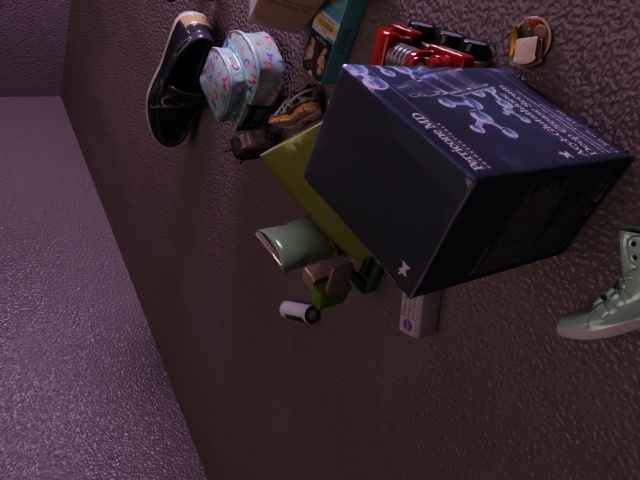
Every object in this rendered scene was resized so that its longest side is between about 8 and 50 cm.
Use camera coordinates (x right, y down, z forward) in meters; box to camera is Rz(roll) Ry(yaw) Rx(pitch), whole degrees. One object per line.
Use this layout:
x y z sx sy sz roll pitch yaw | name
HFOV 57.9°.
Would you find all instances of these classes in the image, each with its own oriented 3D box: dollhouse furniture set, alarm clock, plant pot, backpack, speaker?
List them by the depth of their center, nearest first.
0.062 -0.117 1.228 0.274 0.274 0.294 -14 108 54 | plant pot
0.000 0.000 1.433 0.301 0.197 0.151 48 136 35 | dollhouse furniture set
-0.217 -0.459 1.631 0.253 0.191 0.225 -46 61 43 | backpack
-0.179 -0.281 1.670 0.192 0.129 0.064 -24 80 37 | alarm clock
-0.063 0.209 1.698 0.136 0.055 0.055 3 101 53 | speaker

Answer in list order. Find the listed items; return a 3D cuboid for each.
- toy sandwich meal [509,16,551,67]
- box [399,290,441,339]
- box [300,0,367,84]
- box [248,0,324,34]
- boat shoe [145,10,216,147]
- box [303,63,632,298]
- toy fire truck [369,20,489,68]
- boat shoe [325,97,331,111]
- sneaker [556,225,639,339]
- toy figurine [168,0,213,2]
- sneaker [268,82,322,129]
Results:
0.357 -0.341 0.996 0.085 0.029 0.086 19 114 50 | toy sandwich meal
0.226 0.052 1.251 0.063 0.067 0.324 25 120 48 | box
0.032 -0.503 1.372 0.100 0.060 0.244 51 135 34 | box
-0.061 -0.598 1.316 0.311 0.147 0.121 171 106 -73 | box
-0.468 -0.511 1.956 0.156 0.186 0.500 58 135 35 | boat shoe
0.228 -0.115 0.922 0.293 0.395 0.212 51 136 33 | box
0.155 -0.318 1.093 0.217 0.246 0.159 40 129 41 | toy fire truck
0.031 -0.282 1.425 0.042 0.048 0.133 -10 97 40 | boat shoe
0.467 0.060 0.895 0.255 0.094 0.151 -28 82 43 | sneaker
-0.401 -0.844 1.748 0.148 0.212 0.210 133 124 -62 | toy figurine
-0.066 -0.352 1.542 0.214 0.084 0.083 -8 79 51 | sneaker
